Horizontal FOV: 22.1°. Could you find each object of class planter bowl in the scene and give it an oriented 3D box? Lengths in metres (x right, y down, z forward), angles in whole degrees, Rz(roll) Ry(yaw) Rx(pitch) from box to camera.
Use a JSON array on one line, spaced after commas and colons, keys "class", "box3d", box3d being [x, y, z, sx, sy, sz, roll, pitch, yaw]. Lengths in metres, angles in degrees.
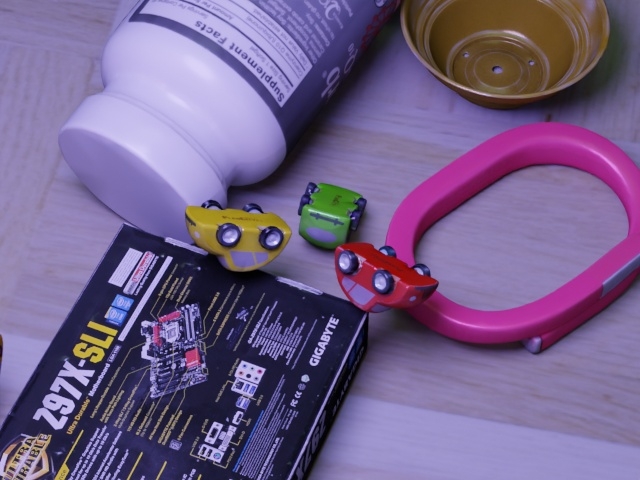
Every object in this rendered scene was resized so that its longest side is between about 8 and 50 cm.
[{"class": "planter bowl", "box3d": [0.189, -0.204, 1.726, 0.217, 0.090, 0.217, 1, 54, -1]}]

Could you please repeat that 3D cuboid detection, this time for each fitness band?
[{"class": "fitness band", "box3d": [0.199, -0.005, 1.611, 0.291, 0.054, 0.209, -33, 58, -23]}]

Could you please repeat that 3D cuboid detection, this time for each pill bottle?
[{"class": "pill bottle", "box3d": [-0.086, -0.186, 1.628, 0.210, 0.210, 0.363, 28, 67, 18]}]

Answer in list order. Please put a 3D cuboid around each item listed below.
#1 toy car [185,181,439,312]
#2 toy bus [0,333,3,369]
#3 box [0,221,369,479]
[{"class": "toy car", "box3d": [0.000, 0.000, 1.556, 0.239, 0.053, 0.225, 17, 19, 5]}, {"class": "toy bus", "box3d": [-0.458, 0.120, 1.436, 0.333, 0.108, 0.130, 10, 95, 4]}, {"class": "box", "box3d": [-0.130, 0.159, 1.471, 0.257, 0.079, 0.322, 17, 56, 13]}]
